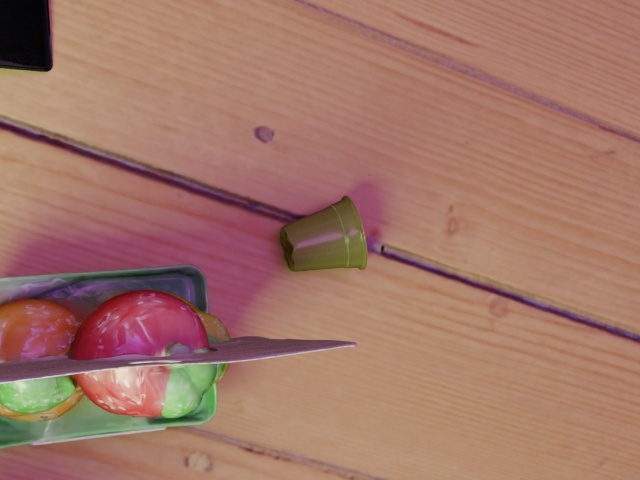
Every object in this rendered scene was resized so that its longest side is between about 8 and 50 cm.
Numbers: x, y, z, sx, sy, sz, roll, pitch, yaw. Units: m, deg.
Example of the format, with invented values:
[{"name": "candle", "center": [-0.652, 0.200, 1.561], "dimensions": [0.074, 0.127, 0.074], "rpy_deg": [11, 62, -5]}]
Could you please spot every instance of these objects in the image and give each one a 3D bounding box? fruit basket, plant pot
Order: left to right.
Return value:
[{"name": "fruit basket", "center": [-0.185, 0.114, 1.145], "dimensions": [0.327, 0.353, 0.165], "rpy_deg": [-4, 94, -25]}, {"name": "plant pot", "center": [0.000, 0.000, 1.407], "dimensions": [0.079, 0.083, 0.083], "rpy_deg": [-13, 83, -14]}]

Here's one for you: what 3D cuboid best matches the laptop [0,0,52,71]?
[{"name": "laptop", "center": [-0.503, -0.351, 1.264], "dimensions": [0.408, 0.236, 0.382], "rpy_deg": [-4, 88, 4]}]
